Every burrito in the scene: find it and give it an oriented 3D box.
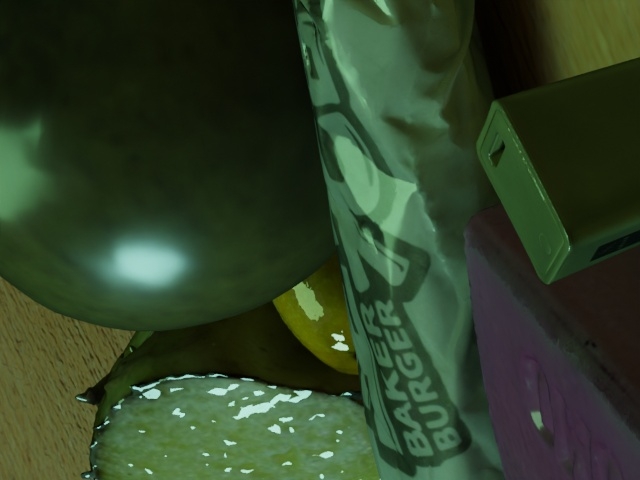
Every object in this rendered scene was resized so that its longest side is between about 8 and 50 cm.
[{"bbox_3d":[0.049,-0.035,0.704,0.139,0.101,0.445,-86,-14,-63],"label":"burrito"}]

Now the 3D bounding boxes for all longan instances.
[{"bbox_3d":[-0.093,-0.103,0.835,0.319,0.319,0.319,159,90,-79],"label":"longan"}]

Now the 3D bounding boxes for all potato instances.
[{"bbox_3d":[-0.050,0.115,1.190,0.288,0.301,0.237,102,172,-46],"label":"potato"}]

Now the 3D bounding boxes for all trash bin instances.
[{"bbox_3d":[0.111,-0.032,0.493,0.043,0.092,0.061,96,151,-68],"label":"trash bin"}]

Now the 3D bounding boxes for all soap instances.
[{"bbox_3d":[0.152,0.106,0.575,0.259,0.081,0.181,-125,18,-53],"label":"soap"}]

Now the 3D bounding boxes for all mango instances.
[{"bbox_3d":[0.005,-0.002,1.034,0.262,0.109,0.157,-115,0,-52],"label":"mango"}]
